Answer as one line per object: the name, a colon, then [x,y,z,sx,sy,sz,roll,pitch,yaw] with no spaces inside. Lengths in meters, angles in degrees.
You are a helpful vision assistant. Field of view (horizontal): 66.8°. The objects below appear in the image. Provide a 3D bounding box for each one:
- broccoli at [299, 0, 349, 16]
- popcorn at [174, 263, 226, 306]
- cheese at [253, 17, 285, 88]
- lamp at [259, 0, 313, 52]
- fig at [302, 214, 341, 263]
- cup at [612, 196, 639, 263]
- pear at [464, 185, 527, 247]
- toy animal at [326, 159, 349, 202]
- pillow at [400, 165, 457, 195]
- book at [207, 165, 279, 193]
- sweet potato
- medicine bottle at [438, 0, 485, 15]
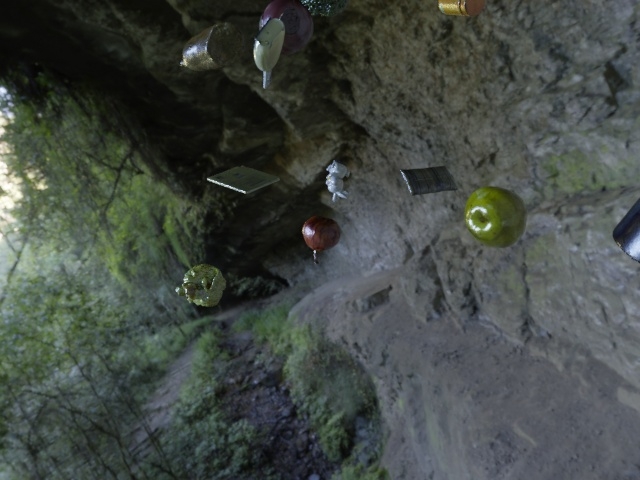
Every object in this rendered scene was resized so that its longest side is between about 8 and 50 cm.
broccoli: [0.018,-0.923,1.672,0.288,0.259,0.235,7,5,16]
popcorn: [-0.379,0.145,1.578,0.162,0.141,0.135,-38,31,8]
cheese: [-0.157,-0.543,1.458,0.127,0.054,0.251,-60,-3,-19]
lamp: [-0.115,-0.715,1.612,0.180,0.180,0.258,-27,21,-3]
fig: [0.011,-0.013,1.603,0.129,0.150,0.128,-19,25,9]
cup: [0.650,-0.023,0.819,0.166,0.176,0.239,3,37,-16]
pear: [0.531,-0.071,1.477,0.198,0.198,0.198,-26,5,2]
toy animal: [0.054,-0.204,1.667,0.085,0.124,0.071,20,-15,-33]
pillow: [0.391,-0.218,1.740,0.204,0.113,0.038,-10,-24,-24]
book: [-0.269,-0.216,1.697,0.192,0.013,0.168,21,35,32]
sweet potato: [-0.440,-0.753,1.918,0.158,0.157,0.370,-30,26,-36]
medicine bottle: [0.559,-0.950,1.936,0.096,0.096,0.192,-27,32,-6]
